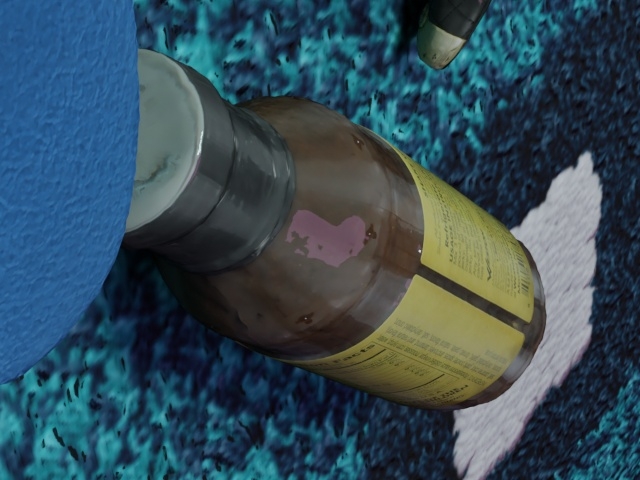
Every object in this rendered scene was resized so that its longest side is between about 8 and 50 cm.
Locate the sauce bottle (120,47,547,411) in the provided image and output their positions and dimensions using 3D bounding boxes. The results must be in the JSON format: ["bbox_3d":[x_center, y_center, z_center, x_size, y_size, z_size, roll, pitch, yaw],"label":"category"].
[{"bbox_3d":[0.000,0.000,0.765,0.344,0.111,0.111,31,81,-62],"label":"sauce bottle"}]

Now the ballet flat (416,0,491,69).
[{"bbox_3d":[0.071,-0.168,0.859,0.057,0.049,0.173,-124,-134,-68],"label":"ballet flat"}]

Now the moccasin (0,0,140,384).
[{"bbox_3d":[-0.138,-0.105,0.442,0.137,0.117,0.342,-49,143,-33],"label":"moccasin"}]
